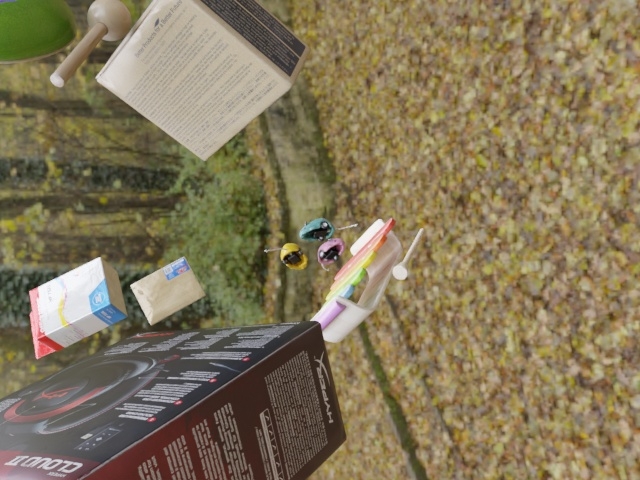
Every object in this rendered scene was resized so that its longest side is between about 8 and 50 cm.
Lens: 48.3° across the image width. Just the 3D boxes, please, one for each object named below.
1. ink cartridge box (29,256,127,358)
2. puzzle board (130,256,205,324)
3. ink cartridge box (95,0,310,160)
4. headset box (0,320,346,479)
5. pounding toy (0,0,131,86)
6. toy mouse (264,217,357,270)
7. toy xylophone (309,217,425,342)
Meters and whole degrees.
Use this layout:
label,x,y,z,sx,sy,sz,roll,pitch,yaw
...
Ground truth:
label,x,y,z,sx,sy,sz,roll,pitch,yaw
ink cartridge box,-0.562,0.152,1.593,0.134,0.231,0.078,66,-177,33
puzzle board,-0.319,0.105,1.493,0.096,0.128,0.011,60,173,11
ink cartridge box,-0.160,-0.236,0.958,0.234,0.193,0.088,-28,31,47
headset box,-0.150,0.160,0.513,0.218,0.293,0.110,-8,99,32
pounding toy,-0.362,-0.291,0.839,0.183,0.237,0.110,-63,-13,-49
toy mouse,0.000,0.000,1.236,0.161,0.143,0.031,38,-158,-50
toy xylophone,0.095,0.064,1.418,0.236,0.081,0.323,-49,5,28
